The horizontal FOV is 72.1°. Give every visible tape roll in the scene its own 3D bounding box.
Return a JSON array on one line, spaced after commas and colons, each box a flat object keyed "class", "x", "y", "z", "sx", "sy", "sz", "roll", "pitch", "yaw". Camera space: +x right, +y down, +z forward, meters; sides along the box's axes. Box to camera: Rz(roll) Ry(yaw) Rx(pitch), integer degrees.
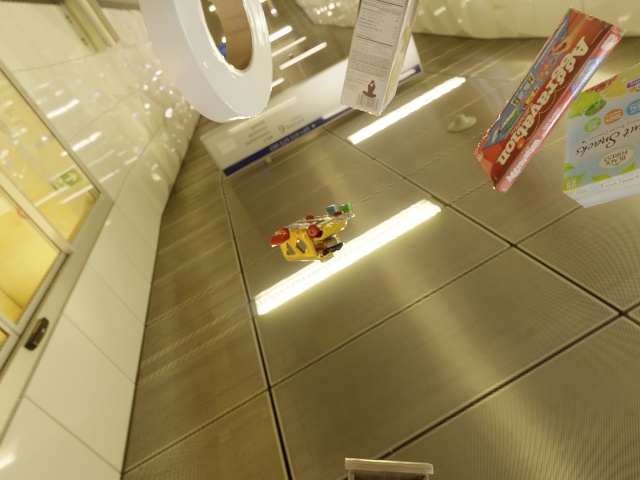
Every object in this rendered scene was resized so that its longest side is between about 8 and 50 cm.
[{"class": "tape roll", "x": -0.210, "y": -0.437, "z": 0.880, "sx": 0.072, "sy": 0.391, "sz": 0.392, "roll": -7, "pitch": -146, "yaw": 19}]

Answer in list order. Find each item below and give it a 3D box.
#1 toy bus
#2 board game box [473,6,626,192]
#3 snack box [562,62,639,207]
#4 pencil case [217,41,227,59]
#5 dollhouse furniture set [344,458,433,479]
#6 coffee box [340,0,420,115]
[{"class": "toy bus", "x": -0.004, "y": -0.002, "z": 1.009, "sx": 0.191, "sy": 0.104, "sz": 0.202, "roll": -18, "pitch": -166, "yaw": 6}, {"class": "board game box", "x": 0.364, "y": -0.231, "z": 0.741, "sx": 0.145, "sy": 0.027, "sz": 0.281, "roll": -90, "pitch": -159, "yaw": -53}, {"class": "snack box", "x": 0.496, "y": -0.176, "z": 0.707, "sx": 0.174, "sy": 0.070, "sz": 0.207, "roll": -24, "pitch": -133, "yaw": 58}, {"class": "pencil case", "x": -0.245, "y": -0.521, "z": 1.344, "sx": 0.120, "sy": 0.133, "sz": 0.306, "roll": 16, "pitch": -165, "yaw": -5}, {"class": "dollhouse furniture set", "x": 0.078, "y": 0.310, "z": 0.432, "sx": 0.212, "sy": 0.242, "sz": 0.160, "roll": 2, "pitch": -115, "yaw": 2}, {"class": "coffee box", "x": 0.129, "y": -0.415, "z": 0.932, "sx": 0.098, "sy": 0.246, "sz": 0.141, "roll": 21, "pitch": -138, "yaw": 10}]
